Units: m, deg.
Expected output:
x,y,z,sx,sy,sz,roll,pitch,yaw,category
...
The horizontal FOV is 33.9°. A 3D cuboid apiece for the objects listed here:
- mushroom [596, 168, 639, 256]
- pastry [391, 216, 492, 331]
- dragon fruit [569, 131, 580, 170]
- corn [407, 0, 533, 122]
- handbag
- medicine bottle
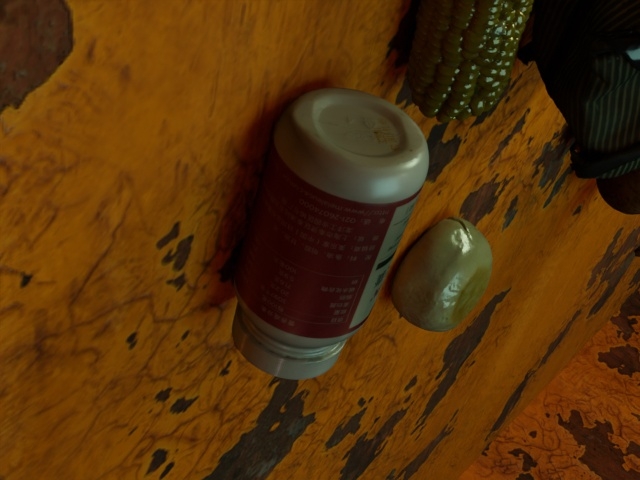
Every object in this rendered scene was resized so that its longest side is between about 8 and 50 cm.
x,y,z,sx,sy,sz,roll,pitch,yaw,category
0.623,-0.115,1.755,0.330,0.357,0.334,-9,179,-30,mushroom
0.163,0.045,1.373,0.156,0.092,0.156,-46,153,-31,pastry
0.439,-0.162,1.591,0.142,0.130,0.121,18,75,-66,dragon fruit
0.137,-0.229,0.888,0.102,0.102,0.313,-37,151,-34,corn
0.340,-0.223,1.080,0.240,0.247,0.341,-18,155,2,handbag
0.000,0.000,0.913,0.131,0.131,0.250,-31,149,-43,medicine bottle
